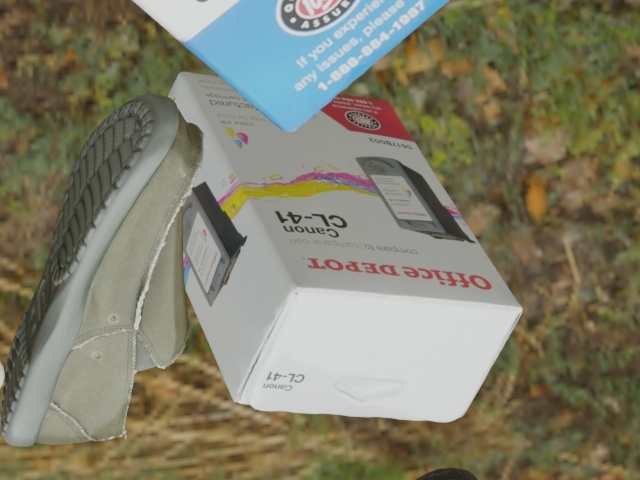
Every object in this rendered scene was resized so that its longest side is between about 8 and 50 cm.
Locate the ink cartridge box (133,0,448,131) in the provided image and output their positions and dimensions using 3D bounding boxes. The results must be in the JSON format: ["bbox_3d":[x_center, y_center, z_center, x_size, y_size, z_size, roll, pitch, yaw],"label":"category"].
[{"bbox_3d":[-0.039,-0.183,0.432,0.171,0.168,0.233,-39,136,11],"label":"ink cartridge box"}]

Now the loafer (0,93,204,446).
[{"bbox_3d":[-0.116,0.024,0.980,0.087,0.094,0.251,14,125,-20],"label":"loafer"}]

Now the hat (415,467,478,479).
[{"bbox_3d":[0.068,0.358,1.383,0.134,0.331,0.331,-9,144,27],"label":"hat"}]

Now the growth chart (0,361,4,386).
[{"bbox_3d":[-0.147,0.049,0.441,0.021,0.172,0.237,-1,146,12],"label":"growth chart"}]

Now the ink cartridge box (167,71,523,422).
[{"bbox_3d":[0.000,0.000,1.410,0.226,0.306,0.131,6,124,-30],"label":"ink cartridge box"}]
